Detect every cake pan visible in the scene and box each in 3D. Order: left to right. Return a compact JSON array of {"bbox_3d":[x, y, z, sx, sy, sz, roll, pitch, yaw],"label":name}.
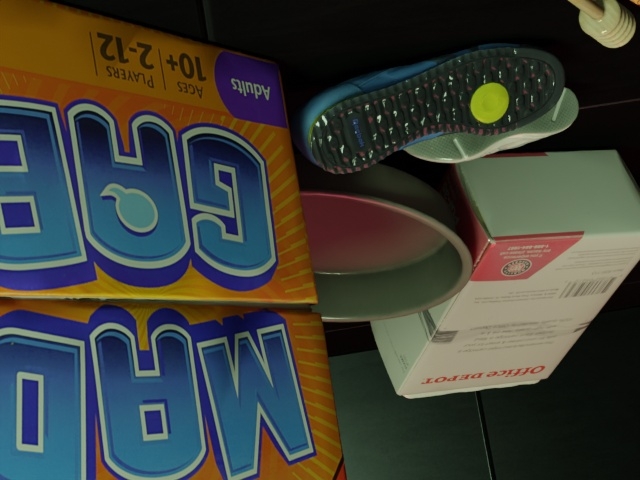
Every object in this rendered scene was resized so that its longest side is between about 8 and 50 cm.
[{"bbox_3d":[0.000,0.000,1.292,0.293,0.054,0.293,3,155,2],"label":"cake pan"}]

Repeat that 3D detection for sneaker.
[{"bbox_3d":[0.077,-0.109,1.010,0.209,0.069,0.082,-17,-156,-9],"label":"sneaker"},{"bbox_3d":[0.141,-0.093,1.143,0.152,0.054,0.061,-10,173,-2],"label":"sneaker"}]

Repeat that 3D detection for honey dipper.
[{"bbox_3d":[0.167,-0.158,0.879,0.030,0.030,0.160,-15,167,29],"label":"honey dipper"}]

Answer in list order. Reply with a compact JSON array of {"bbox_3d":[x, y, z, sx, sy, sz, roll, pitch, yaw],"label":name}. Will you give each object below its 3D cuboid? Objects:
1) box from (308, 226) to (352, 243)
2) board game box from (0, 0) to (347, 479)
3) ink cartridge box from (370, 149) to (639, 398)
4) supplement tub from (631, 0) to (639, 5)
[{"bbox_3d":[-0.034,-0.008,1.434,0.232,0.058,0.087,-19,166,40],"label":"box"},{"bbox_3d":[-0.242,0.076,0.867,0.356,0.356,0.356,-16,168,34],"label":"board game box"},{"bbox_3d":[0.196,0.039,1.437,0.207,0.117,0.283,-4,144,-24],"label":"ink cartridge box"},{"bbox_3d":[0.244,-0.162,0.680,0.190,0.117,0.117,-4,168,-26],"label":"supplement tub"}]
